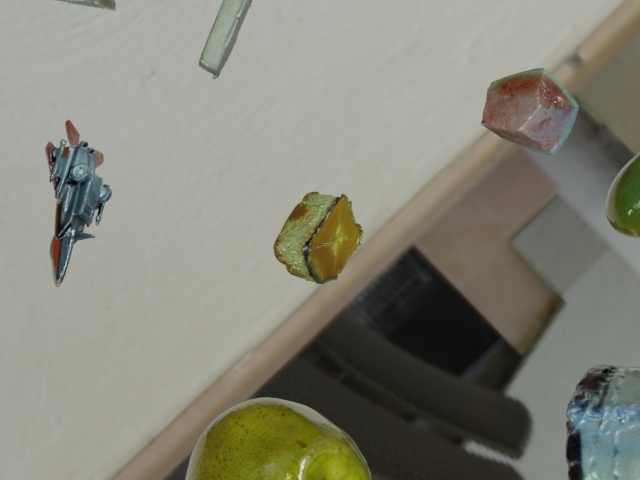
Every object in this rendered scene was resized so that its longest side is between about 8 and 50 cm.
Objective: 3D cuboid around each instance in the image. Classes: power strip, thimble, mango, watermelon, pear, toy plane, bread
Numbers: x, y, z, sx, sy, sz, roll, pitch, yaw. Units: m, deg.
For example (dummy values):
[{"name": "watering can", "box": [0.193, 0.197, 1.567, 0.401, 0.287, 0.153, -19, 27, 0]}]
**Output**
[{"name": "power strip", "box": [-0.157, -0.423, 2.130, 0.286, 0.048, 0.080, -64, 177, 32]}, {"name": "thimble", "box": [0.405, 0.264, 1.478, 0.150, 0.237, 0.237, -5, -164, 28]}, {"name": "mango", "box": [0.536, -0.106, 1.774, 0.156, 0.114, 0.251, 5, 129, -47]}, {"name": "watermelon", "box": [0.208, -0.120, 1.171, 0.072, 0.092, 0.084, -38, -162, -30]}, {"name": "pear", "box": [-0.064, 0.370, 1.659, 0.294, 0.294, 0.294, -43, 175, -5]}, {"name": "toy plane", "box": [-0.473, -0.061, 2.245, 0.104, 0.326, 0.223, -12, 150, 15]}, {"name": "bread", "box": [0.000, 0.000, 1.797, 0.140, 0.069, 0.128, -57, 141, -22]}]

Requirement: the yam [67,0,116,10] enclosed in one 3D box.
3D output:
[{"name": "yam", "box": [-0.278, -0.396, 1.335, 0.093, 0.093, 0.259, -22, 115, -78]}]
